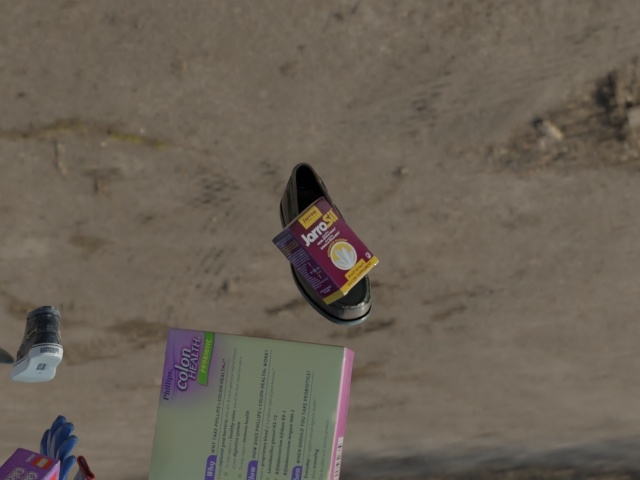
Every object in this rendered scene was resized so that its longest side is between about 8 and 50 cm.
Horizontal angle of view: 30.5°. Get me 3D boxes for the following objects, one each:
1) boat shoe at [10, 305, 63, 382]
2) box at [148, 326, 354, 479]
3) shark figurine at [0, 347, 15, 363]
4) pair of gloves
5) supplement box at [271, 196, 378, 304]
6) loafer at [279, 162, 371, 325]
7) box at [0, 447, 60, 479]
[{"bbox_3d":[-0.438,0.164,1.832,0.065,0.083,0.183,7,156,-25],"label":"boat shoe"},{"bbox_3d":[-0.090,0.238,1.578,0.243,0.214,0.117,5,172,7],"label":"box"},{"bbox_3d":[-0.455,0.052,1.374,0.116,0.166,0.278,-30,144,-39],"label":"shark figurine"},{"bbox_3d":[-0.315,0.320,1.453,0.023,0.159,0.198,3,-159,-32],"label":"pair of gloves"},{"bbox_3d":[0.005,0.010,1.110,0.055,0.083,0.043,-44,-176,-29],"label":"supplement box"},{"bbox_3d":[0.000,0.000,1.616,0.096,0.267,0.084,-11,135,-15],"label":"loafer"},{"bbox_3d":[-0.366,0.403,1.286,0.057,0.293,0.201,15,-155,11],"label":"box"}]
